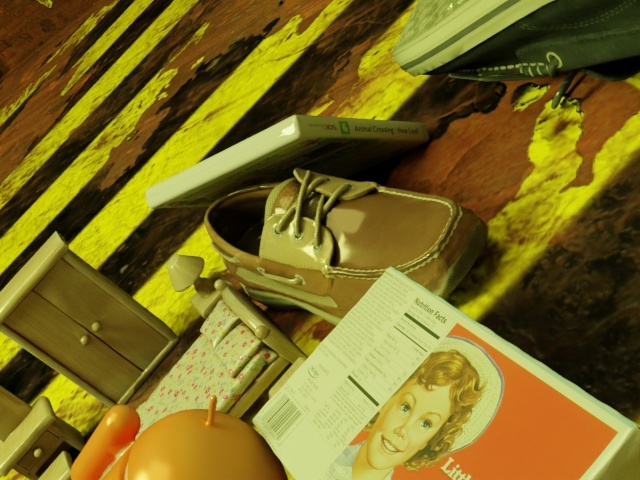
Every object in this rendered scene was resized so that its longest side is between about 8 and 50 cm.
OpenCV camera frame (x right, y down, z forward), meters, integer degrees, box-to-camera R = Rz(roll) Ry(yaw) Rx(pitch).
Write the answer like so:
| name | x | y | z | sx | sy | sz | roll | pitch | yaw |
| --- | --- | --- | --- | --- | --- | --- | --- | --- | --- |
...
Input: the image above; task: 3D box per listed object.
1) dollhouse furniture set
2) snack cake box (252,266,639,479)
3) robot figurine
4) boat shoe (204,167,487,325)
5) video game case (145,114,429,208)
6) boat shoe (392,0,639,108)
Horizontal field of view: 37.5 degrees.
| name | x | y | z | sx | sy | sz | roll | pitch | yaw |
| --- | --- | --- | --- | --- | --- | --- | --- | --- | --- |
| dollhouse furniture set | -0.198 | 0.140 | 0.853 | 0.303 | 0.174 | 0.355 | -49 | 27 | -4 |
| snack cake box | 0.077 | 0.132 | 0.570 | 0.152 | 0.089 | 0.264 | -47 | 28 | -4 |
| robot figurine | -0.104 | 0.207 | 0.663 | 0.219 | 0.128 | 0.158 | -49 | 36 | 25 |
| boat shoe | 0.000 | 0.000 | 0.819 | 0.324 | 0.116 | 0.123 | -6 | 48 | 52 |
| video game case | -0.032 | -0.074 | 0.919 | 0.212 | 0.193 | 0.023 | -20 | 80 | 40 |
| boat shoe | 0.209 | -0.204 | 0.769 | 0.186 | 0.156 | 0.500 | -59 | 18 | -13 |
